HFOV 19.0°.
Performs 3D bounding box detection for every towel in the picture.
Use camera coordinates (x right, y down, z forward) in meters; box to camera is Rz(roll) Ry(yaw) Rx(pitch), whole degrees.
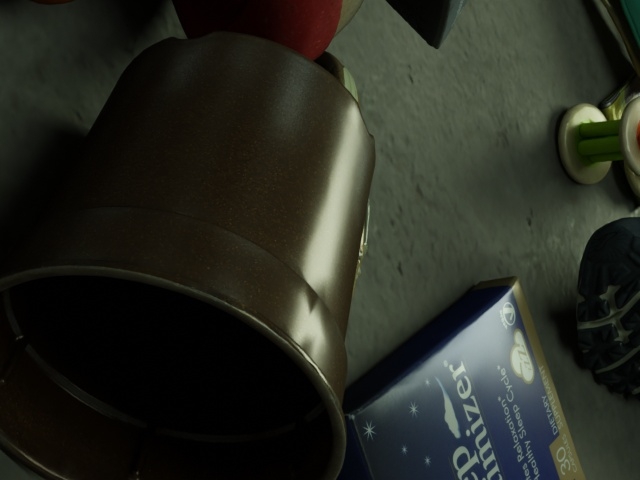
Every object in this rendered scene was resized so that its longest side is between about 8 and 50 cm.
[{"bbox_3d":[0.214,-0.068,1.287,0.060,0.009,0.083,-41,114,-48],"label":"towel"}]

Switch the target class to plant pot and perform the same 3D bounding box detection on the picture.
[{"bbox_3d":[-0.052,0.009,0.825,0.167,0.167,0.165,51,40,-32],"label":"plant pot"}]

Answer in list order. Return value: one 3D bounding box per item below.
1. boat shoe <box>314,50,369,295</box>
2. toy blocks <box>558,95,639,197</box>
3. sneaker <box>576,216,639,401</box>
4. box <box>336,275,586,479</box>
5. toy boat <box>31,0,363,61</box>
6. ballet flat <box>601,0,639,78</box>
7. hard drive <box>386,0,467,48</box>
[{"bbox_3d":[0.000,0.000,0.963,0.072,0.068,0.190,45,49,-52],"label":"boat shoe"},{"bbox_3d":[0.243,-0.061,1.199,0.123,0.148,0.054,11,78,-43],"label":"toy blocks"},{"bbox_3d":[0.245,0.043,1.251,0.283,0.110,0.122,36,38,-45],"label":"sneaker"},{"bbox_3d":[0.065,0.125,1.039,0.225,0.036,0.136,-33,108,-48],"label":"box"},{"bbox_3d":[-0.083,-0.160,0.856,0.151,0.151,0.231,-41,118,-14],"label":"toy boat"},{"bbox_3d":[0.201,-0.194,1.262,0.073,0.080,0.232,-82,149,-68],"label":"ballet flat"},{"bbox_3d":[0.019,-0.203,0.867,0.054,0.254,0.172,-40,73,-11],"label":"hard drive"}]
